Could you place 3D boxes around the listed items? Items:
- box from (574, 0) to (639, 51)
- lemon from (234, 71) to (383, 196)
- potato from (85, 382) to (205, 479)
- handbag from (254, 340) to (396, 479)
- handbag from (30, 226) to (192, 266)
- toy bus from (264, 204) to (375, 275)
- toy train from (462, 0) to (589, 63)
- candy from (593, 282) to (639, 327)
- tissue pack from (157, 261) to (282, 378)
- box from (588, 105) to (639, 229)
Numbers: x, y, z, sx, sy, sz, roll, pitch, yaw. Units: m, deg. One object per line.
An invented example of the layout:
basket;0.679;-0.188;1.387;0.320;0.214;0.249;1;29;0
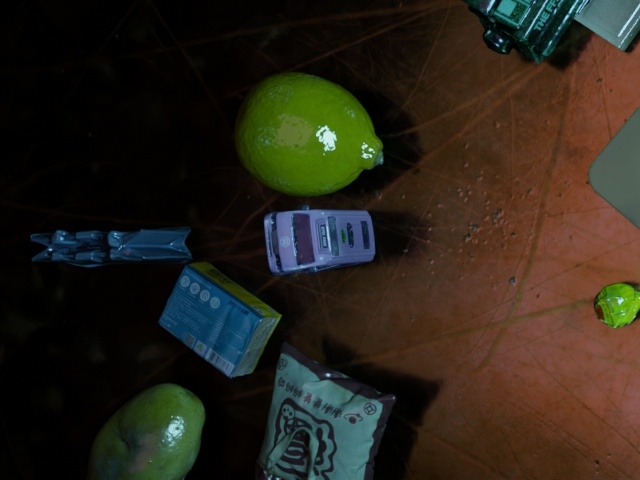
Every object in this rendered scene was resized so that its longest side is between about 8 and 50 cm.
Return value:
box;0.397;-0.311;1.538;0.079;0.035;0.083;42;109;23
lemon;-0.022;-0.154;1.689;0.248;0.184;0.184;13;97;29
potato;-0.282;0.343;1.861;0.169;0.143;0.248;41;100;26
handbag;0.004;0.291;1.713;0.213;0.127;0.235;22;113;28
handbag;-0.338;0.011;1.863;0.229;0.179;0.062;-3;89;27
toy bus;0.000;0.000;1.667;0.108;0.199;0.096;-7;88;25
toy train;0.293;-0.402;1.500;0.138;0.178;0.330;43;111;41
candy;0.456;0.067;1.510;0.194;0.062;0.058;-17;38;19
tissue pack;-0.159;0.124;1.820;0.169;0.082;0.120;33;105;25
box;0.464;-0.071;1.473;0.201;0.090;0.144;43;110;22
